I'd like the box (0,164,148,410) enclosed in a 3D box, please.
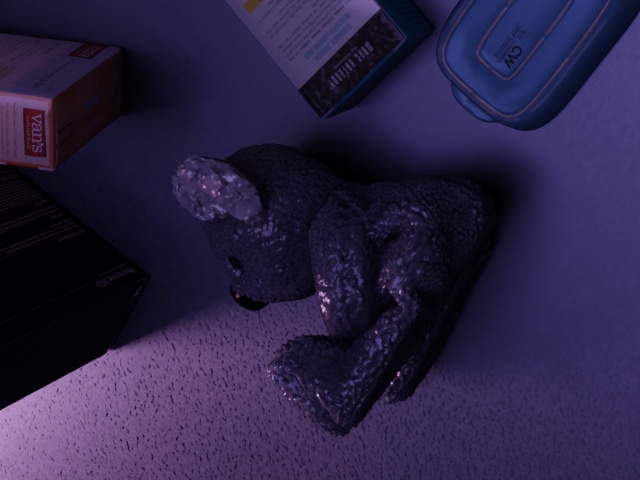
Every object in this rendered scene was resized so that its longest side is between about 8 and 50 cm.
[{"bbox_3d":[-0.297,0.045,1.296,0.184,0.261,0.103,36,117,15],"label":"box"}]

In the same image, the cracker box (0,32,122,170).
[{"bbox_3d":[-0.298,-0.124,1.282,0.232,0.155,0.067,8,112,12],"label":"cracker box"}]

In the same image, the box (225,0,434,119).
[{"bbox_3d":[-0.030,-0.221,1.202,0.100,0.060,0.244,-42,83,30],"label":"box"}]

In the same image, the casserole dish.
[{"bbox_3d":[0.156,-0.163,1.137,0.114,0.037,0.188,43,119,11],"label":"casserole dish"}]

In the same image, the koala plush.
[{"bbox_3d":[0.000,0.000,1.186,0.221,0.196,0.203,33,105,16],"label":"koala plush"}]
